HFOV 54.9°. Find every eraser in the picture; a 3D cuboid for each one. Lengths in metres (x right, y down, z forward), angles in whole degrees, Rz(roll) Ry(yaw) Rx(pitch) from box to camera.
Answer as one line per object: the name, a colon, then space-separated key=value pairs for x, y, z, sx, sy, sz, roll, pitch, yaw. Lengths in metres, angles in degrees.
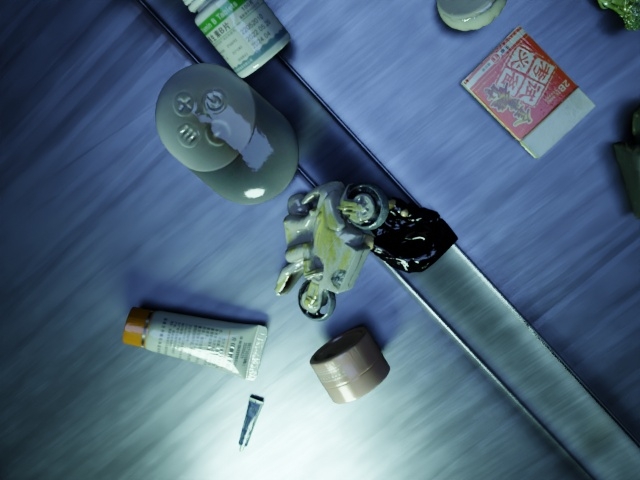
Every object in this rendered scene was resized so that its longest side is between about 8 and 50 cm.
eraser: x=0.426 y=-0.301 z=1.266 sx=0.230 sy=0.038 sz=0.157 roll=44 pitch=100 yaw=-3

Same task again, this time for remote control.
remote control: x=-0.197 y=-0.222 z=1.299 sx=0.332 sy=0.103 sz=0.221 roll=40 pitch=105 yaw=-5

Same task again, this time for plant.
plant: x=0.684 y=-0.161 z=1.220 sx=0.165 sy=0.142 sz=0.255 roll=-6 pitch=104 yaw=7

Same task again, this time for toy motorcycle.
toy motorcycle: x=0.000 y=0.000 z=1.303 sx=0.223 sy=0.108 sz=0.340 roll=36 pitch=116 yaw=26

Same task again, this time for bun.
bun: x=0.305 y=-0.471 z=1.219 sx=0.138 sy=0.094 sz=0.138 roll=-9 pitch=69 yaw=26

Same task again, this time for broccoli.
broccoli: x=0.606 y=-0.489 z=1.175 sx=0.138 sy=0.146 sz=0.162 roll=10 pitch=120 yaw=34

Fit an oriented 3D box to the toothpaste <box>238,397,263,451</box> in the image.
toothpaste: x=-0.170 y=0.439 z=1.462 sx=0.037 sy=0.021 sz=0.139 roll=18 pitch=100 yaw=2

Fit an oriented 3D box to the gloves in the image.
gloves: x=0.165 y=-0.027 z=1.301 sx=0.164 sy=0.124 sz=0.203 roll=-43 pitch=77 yaw=1

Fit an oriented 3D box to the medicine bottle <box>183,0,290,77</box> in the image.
medicine bottle: x=-0.179 y=-0.452 z=1.210 sx=0.139 sy=0.139 sz=0.237 roll=-36 pitch=112 yaw=10

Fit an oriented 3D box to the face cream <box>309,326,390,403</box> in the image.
face cream: x=0.064 y=0.270 z=1.345 sx=0.149 sy=0.149 sz=0.104 roll=-30 pitch=96 yaw=9

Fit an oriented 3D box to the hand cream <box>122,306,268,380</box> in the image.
hand cream: x=-0.282 y=0.221 z=1.399 sx=0.314 sy=0.089 sz=0.139 roll=17 pitch=103 yaw=-3
